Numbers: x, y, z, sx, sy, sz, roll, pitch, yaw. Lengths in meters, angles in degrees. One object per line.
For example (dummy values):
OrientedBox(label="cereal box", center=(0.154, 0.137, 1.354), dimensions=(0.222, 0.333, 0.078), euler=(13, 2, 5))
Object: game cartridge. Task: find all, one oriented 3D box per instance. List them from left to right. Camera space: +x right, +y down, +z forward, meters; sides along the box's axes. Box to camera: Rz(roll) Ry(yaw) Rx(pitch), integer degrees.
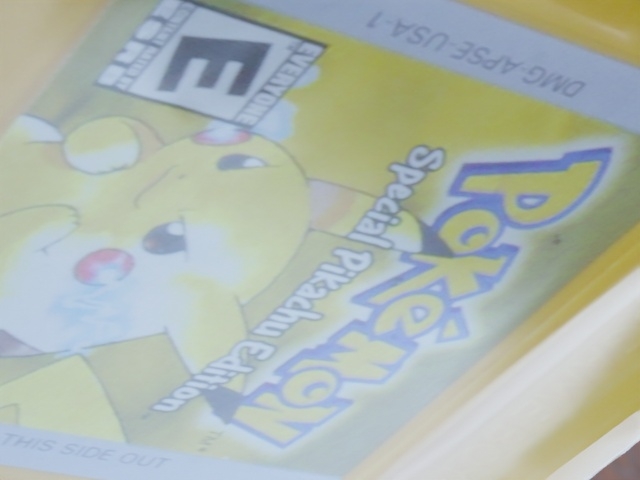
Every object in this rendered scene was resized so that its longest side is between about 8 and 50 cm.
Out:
OrientedBox(label="game cartridge", center=(0.000, 0.000, 0.532), dimensions=(0.323, 0.285, 0.053), euler=(16, -136, -35))
